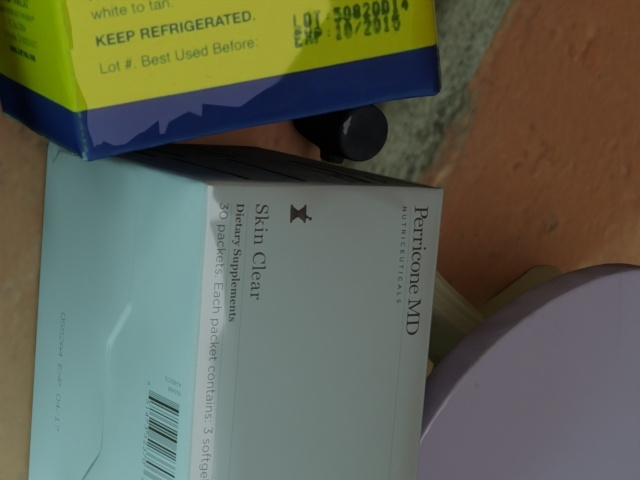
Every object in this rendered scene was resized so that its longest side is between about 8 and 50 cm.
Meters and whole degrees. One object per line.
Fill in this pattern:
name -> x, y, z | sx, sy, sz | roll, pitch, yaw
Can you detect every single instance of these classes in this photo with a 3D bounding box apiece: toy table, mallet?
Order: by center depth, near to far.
mallet -> 0.000, 0.000, 1.074 | 0.039, 0.062, 0.190 | 6, 96, -34
toy table -> 0.101, 0.104, 1.094 | 0.274, 0.161, 0.252 | -22, 111, -30

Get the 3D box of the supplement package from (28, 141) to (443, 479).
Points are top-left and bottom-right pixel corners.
supplement package -> -0.055, 0.084, 0.971 | 0.145, 0.204, 0.262 | -1, 99, -32

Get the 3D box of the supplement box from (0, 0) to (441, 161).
supplement box -> -0.079, -0.242, 0.888 | 0.194, 0.195, 0.356 | -12, 106, -20
